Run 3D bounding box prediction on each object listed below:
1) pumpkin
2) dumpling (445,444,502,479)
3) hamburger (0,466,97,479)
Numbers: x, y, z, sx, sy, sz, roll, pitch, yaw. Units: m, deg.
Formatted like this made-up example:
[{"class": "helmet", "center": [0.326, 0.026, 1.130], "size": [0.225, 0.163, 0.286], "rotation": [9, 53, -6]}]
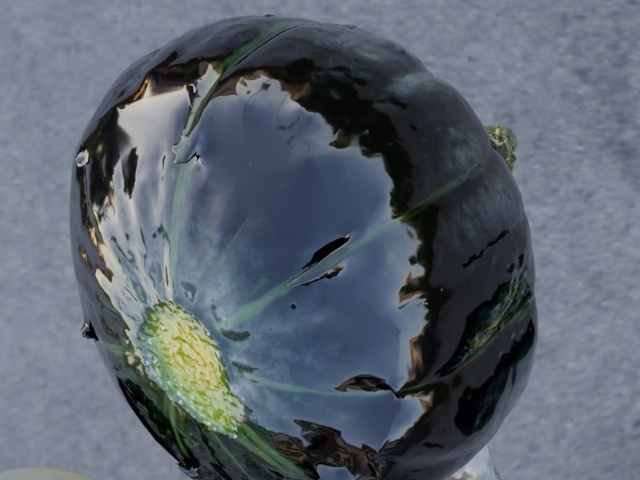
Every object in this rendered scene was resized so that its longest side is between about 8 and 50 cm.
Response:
[{"class": "pumpkin", "center": [0.000, 0.000, 0.848], "size": [0.296, 0.296, 0.295], "rotation": [4, 97, 34]}, {"class": "dumpling", "center": [0.108, 0.296, 1.783], "size": [0.293, 0.163, 0.204], "rotation": [14, 138, 47]}, {"class": "hamburger", "center": [-0.257, 0.332, 1.221], "size": [0.227, 0.151, 0.295], "rotation": [24, 123, -6]}]
